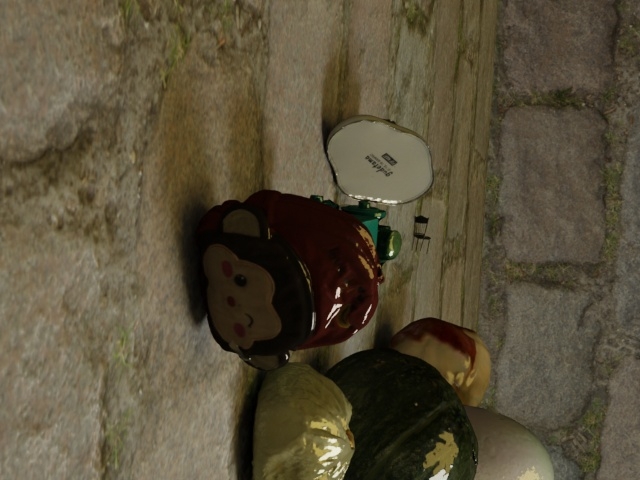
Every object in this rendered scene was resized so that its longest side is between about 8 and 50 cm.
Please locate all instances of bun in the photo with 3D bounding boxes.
[{"bbox_3d":[-0.017,0.282,1.542,0.220,0.134,0.220,1,90,-77],"label":"bun"}]

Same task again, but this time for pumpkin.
[{"bbox_3d":[0.115,0.335,1.792,0.257,0.291,0.327,-36,157,-21],"label":"pumpkin"}]

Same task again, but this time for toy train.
[{"bbox_3d":[0.000,0.000,1.451,0.154,0.198,0.107,-12,108,-58],"label":"toy train"}]

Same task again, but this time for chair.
[{"bbox_3d":[0.236,-0.014,2.543,0.042,0.037,0.086,12,86,-62],"label":"chair"}]

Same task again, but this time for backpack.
[{"bbox_3d":[-0.033,0.040,1.275,0.139,0.229,0.229,-68,157,-56],"label":"backpack"}]

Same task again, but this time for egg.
[{"bbox_3d":[0.277,0.472,2.086,0.354,0.340,0.354,-18,90,-84],"label":"egg"}]

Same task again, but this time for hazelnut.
[{"bbox_3d":[0.226,0.280,2.297,0.261,0.241,0.261,-16,114,-41],"label":"hazelnut"}]

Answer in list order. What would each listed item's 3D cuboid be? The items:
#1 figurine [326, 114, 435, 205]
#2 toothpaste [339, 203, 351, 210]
[{"bbox_3d":[0.090,-0.176,1.854,0.250,0.167,0.141,49,22,-51],"label":"figurine"},{"bbox_3d":[0.044,0.025,1.891,0.048,0.031,0.190,-65,157,-59],"label":"toothpaste"}]
